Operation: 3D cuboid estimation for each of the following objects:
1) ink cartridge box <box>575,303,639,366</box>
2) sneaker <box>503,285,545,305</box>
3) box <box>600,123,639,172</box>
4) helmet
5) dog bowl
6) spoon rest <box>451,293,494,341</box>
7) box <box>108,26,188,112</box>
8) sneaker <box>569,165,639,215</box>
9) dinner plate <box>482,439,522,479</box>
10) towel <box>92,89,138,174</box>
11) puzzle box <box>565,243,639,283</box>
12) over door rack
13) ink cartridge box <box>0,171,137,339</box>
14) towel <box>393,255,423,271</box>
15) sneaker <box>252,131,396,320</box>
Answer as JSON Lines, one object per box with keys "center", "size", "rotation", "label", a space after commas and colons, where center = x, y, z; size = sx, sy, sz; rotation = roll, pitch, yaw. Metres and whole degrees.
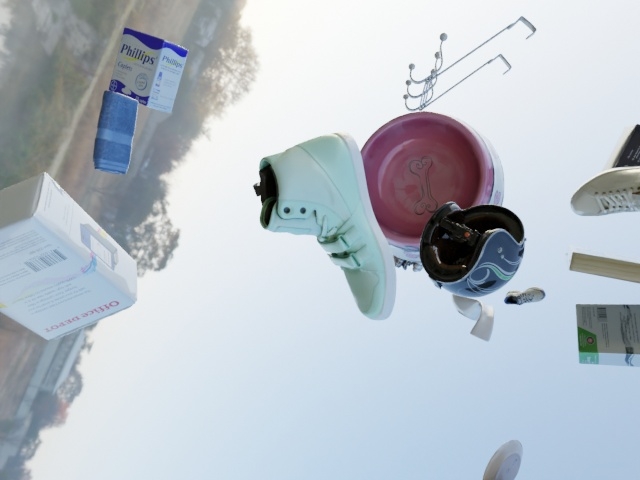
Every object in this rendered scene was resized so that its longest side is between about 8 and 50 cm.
{"center": [0.811, 0.255, 1.311], "size": [0.208, 0.087, 0.153], "rotation": [-3, -128, 28], "label": "ink cartridge box"}
{"center": [0.645, 0.184, 1.537], "size": [0.135, 0.058, 0.052], "rotation": [-23, -88, 49], "label": "sneaker"}
{"center": [0.926, -0.229, 1.385], "size": [0.093, 0.158, 0.156], "rotation": [-35, 148, -75], "label": "box"}
{"center": [0.269, 0.016, 0.843], "size": [0.169, 0.161, 0.170], "rotation": [-10, -104, 47], "label": "helmet"}
{"center": [0.263, -0.150, 1.262], "size": [0.407, 0.150, 0.408], "rotation": [-2, -97, 22], "label": "dog bowl"}
{"center": [0.460, 0.205, 1.425], "size": [0.276, 0.137, 0.084], "rotation": [-57, 171, -77], "label": "spoon rest"}
{"center": [-0.362, -0.356, 1.015], "size": [0.126, 0.072, 0.137], "rotation": [26, -77, 24], "label": "box"}
{"center": [0.723, -0.112, 1.130], "size": [0.290, 0.106, 0.123], "rotation": [-23, -163, 46], "label": "sneaker"}
{"center": [0.414, 0.514, 1.085], "size": [0.017, 0.141, 0.141], "rotation": [23, -91, 52], "label": "dinner plate"}
{"center": [-0.314, -0.163, 0.737], "size": [0.067, 0.029, 0.120], "rotation": [4, 97, -74], "label": "towel"}
{"center": [0.861, 0.082, 1.253], "size": [0.408, 0.272, 0.052], "rotation": [12, -81, 24], "label": "puzzle box"}
{"center": [0.379, -0.485, 1.320], "size": [0.324, 0.108, 0.239], "rotation": [-23, 175, 5], "label": "over door rack"}
{"center": [-0.378, 0.032, 0.666], "size": [0.154, 0.212, 0.093], "rotation": [-22, -133, 4], "label": "ink cartridge box"}
{"center": [0.299, -0.067, 1.596], "size": [0.284, 0.121, 0.235], "rotation": [-96, -156, -47], "label": "towel"}
{"center": [0.000, 0.000, 0.622], "size": [0.094, 0.151, 0.256], "rotation": [-10, -82, 62], "label": "sneaker"}
